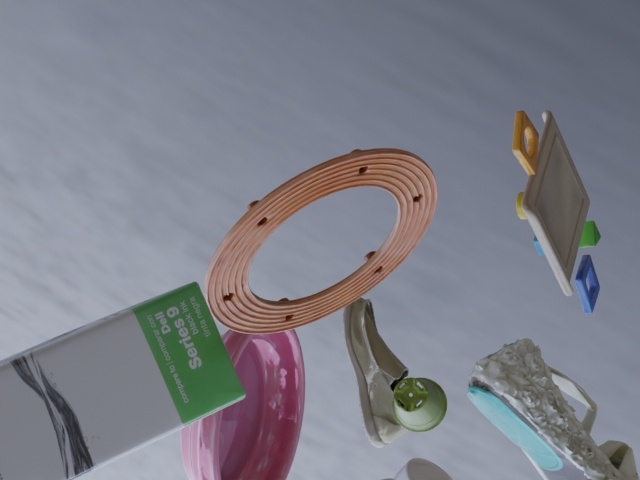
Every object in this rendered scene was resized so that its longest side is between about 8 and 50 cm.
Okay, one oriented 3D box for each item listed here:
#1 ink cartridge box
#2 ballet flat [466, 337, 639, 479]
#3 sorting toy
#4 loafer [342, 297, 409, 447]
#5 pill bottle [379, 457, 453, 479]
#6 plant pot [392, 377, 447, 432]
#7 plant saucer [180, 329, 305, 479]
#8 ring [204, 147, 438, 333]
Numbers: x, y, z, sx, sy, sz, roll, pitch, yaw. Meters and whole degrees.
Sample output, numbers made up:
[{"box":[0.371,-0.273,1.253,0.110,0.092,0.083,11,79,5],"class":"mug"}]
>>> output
[{"box":[-0.244,0.155,1.241,0.122,0.289,0.211,67,156,-1],"class":"ink cartridge box"},{"box":[0.377,0.304,1.947,0.409,0.147,0.147,51,159,-12],"class":"ballet flat"},{"box":[0.311,-0.051,1.836,0.047,0.196,0.348,-6,136,28],"class":"sorting toy"},{"box":[0.105,0.221,2.346,0.092,0.269,0.102,-14,172,13],"class":"loafer"},{"box":[0.085,0.358,1.648,0.112,0.187,0.112,30,-153,-17],"class":"pill bottle"},{"box":[0.138,0.234,1.977,0.083,0.083,0.079,25,171,21],"class":"plant pot"},{"box":[-0.124,0.273,2.102,0.084,0.332,0.332,7,155,22],"class":"plant saucer"},{"box":[0.000,0.000,1.727,0.032,0.336,0.336,58,178,30],"class":"ring"}]
